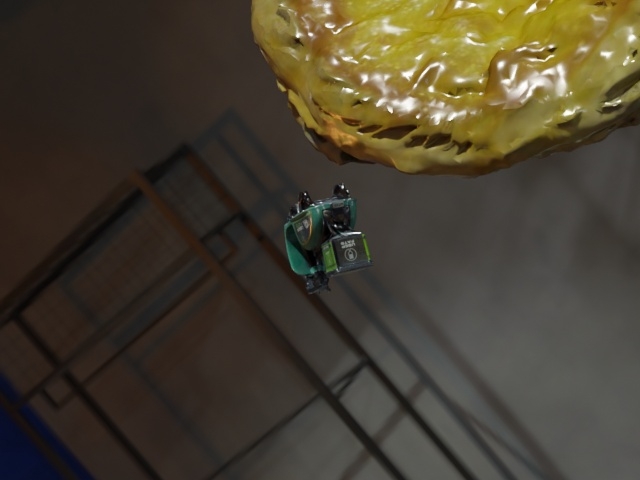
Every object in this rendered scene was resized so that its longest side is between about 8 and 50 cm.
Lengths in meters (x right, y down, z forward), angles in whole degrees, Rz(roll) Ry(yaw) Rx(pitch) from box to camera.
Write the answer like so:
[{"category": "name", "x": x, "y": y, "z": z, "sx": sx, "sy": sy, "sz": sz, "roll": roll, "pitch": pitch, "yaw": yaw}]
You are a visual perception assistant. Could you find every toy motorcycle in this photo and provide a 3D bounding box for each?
[{"category": "toy motorcycle", "x": 0.000, "y": 0.000, "z": 1.234, "sx": 0.058, "sy": 0.100, "sz": 0.173, "roll": -11, "pitch": -6, "yaw": -18}]

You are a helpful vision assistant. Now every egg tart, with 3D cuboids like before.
[{"category": "egg tart", "x": 0.117, "y": -0.162, "z": 0.695, "sx": 0.341, "sy": 0.341, "sz": 0.129, "roll": -40, "pitch": -43, "yaw": 3}]
